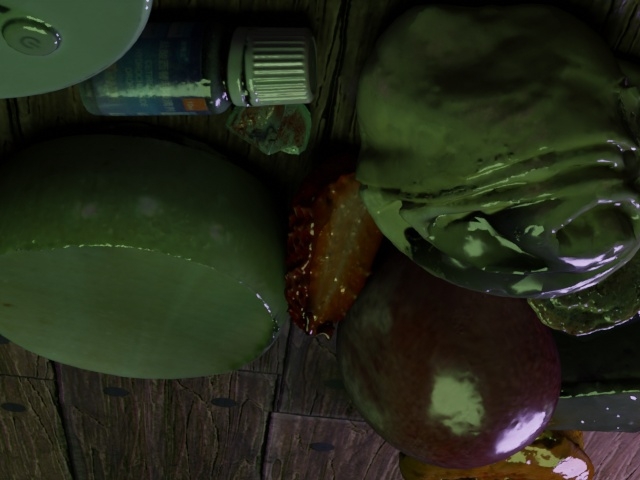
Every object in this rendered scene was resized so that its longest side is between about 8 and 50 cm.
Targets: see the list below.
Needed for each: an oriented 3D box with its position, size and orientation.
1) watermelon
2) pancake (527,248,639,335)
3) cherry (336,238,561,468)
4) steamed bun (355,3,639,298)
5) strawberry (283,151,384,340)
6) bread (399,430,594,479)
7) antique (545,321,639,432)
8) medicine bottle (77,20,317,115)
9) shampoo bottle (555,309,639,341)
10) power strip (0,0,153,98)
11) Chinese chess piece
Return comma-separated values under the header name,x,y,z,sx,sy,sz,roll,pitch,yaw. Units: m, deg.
name,x,y,z,sx,sy,sz,roll,pitch,yaw
watermelon,-0.042,-0.100,1.385,0.085,0.061,0.085,8,145,6
pancake,0.269,0.019,1.481,0.158,0.158,0.028,15,-178,-19
cherry,0.135,0.108,1.558,0.221,0.261,0.307,-29,144,-27
steamed bun,0.173,-0.056,1.289,0.320,0.206,0.275,16,148,-28
strawberry,0.000,0.000,1.469,0.121,0.188,0.082,4,-161,-47
bread,0.227,0.270,1.957,0.268,0.146,0.268,4,148,2
antique,0.287,0.151,1.740,0.284,0.125,0.150,-3,150,14
medicine bottle,-0.106,-0.151,1.280,0.203,0.083,0.083,-1,151,7
shampoo bottle,0.366,0.027,1.551,0.098,0.071,0.309,24,146,-31
power strip,-0.283,-0.254,1.027,0.357,0.161,0.357,4,152,2
Chinese chess piece,-0.198,0.021,1.547,0.349,0.146,0.349,4,152,2
